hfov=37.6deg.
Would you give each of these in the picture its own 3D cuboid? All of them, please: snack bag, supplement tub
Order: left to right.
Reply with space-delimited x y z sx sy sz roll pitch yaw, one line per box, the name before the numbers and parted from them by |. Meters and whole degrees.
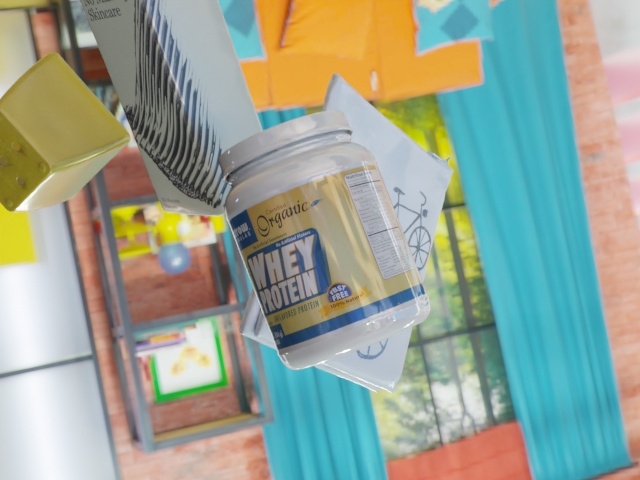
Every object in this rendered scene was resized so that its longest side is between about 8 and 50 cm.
supplement tub | 0.000 0.000 0.838 0.144 0.200 0.144 -21 176 -2
snack bag | 0.048 -0.001 1.192 0.037 0.343 0.323 7 166 38

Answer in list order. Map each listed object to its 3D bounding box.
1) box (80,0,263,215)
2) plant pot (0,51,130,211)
box | -0.146 -0.167 0.959 0.113 0.275 0.094 4 -149 47
plant pot | -0.513 -0.173 1.680 0.212 0.212 0.187 -37 -172 32
